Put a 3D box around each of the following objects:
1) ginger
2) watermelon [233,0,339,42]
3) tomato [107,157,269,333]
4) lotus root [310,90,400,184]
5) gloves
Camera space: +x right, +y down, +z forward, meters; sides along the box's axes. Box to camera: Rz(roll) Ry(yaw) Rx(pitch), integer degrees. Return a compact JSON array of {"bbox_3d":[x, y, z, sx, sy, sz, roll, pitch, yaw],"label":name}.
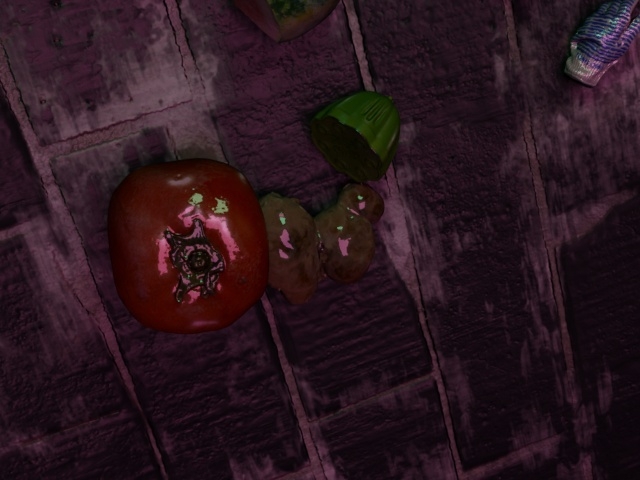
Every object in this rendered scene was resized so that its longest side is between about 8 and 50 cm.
[{"bbox_3d":[0.000,0.000,1.606,0.303,0.155,0.245,-15,102,-18],"label":"ginger"},{"bbox_3d":[-0.025,-0.526,1.414,0.180,0.224,0.305,27,75,13],"label":"watermelon"},{"bbox_3d":[-0.252,0.011,1.460,0.292,0.290,0.325,-14,107,-12],"label":"tomato"},{"bbox_3d":[0.096,-0.233,1.559,0.186,0.186,0.186,-4,107,-13],"label":"lotus root"},{"bbox_3d":[0.606,-0.433,1.643,0.119,0.097,0.229,34,100,17],"label":"gloves"}]
